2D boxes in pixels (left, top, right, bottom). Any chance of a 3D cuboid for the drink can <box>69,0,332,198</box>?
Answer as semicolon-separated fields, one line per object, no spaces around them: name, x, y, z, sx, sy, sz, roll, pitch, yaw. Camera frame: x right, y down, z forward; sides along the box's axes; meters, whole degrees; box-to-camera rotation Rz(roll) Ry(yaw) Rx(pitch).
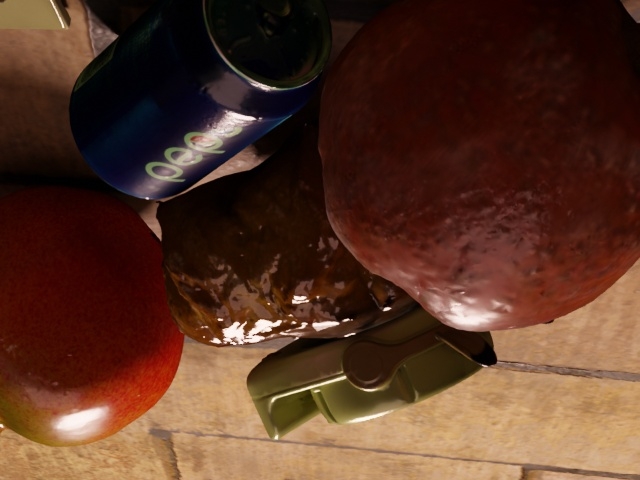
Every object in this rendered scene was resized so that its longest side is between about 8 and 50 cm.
drink can;-0.083;-0.110;1.178;0.118;0.118;0.205;19;154;-26

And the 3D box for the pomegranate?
pomegranate;-0.236;0.076;1.476;0.221;0.256;0.221;46;164;17

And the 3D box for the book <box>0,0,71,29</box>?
book;-0.222;-0.178;1.185;0.077;0.014;0.111;3;155;11

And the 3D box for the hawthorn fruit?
hawthorn fruit;0.115;-0.064;1.086;0.231;0.235;0.263;12;154;-6

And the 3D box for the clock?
clock;0.065;0.085;1.352;0.232;0.069;0.170;-19;-175;46

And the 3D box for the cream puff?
cream puff;0.000;0.000;1.315;0.269;0.155;0.241;-28;174;42
